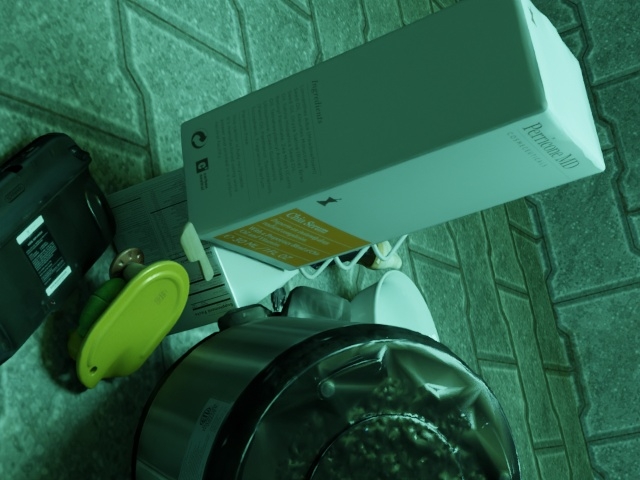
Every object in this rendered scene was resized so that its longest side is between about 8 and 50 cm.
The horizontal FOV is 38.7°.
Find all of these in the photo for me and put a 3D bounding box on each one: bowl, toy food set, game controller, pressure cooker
[{"bbox_3d":[0.116,0.213,1.703,0.298,0.134,0.297,44,36,-45],"label":"bowl"},{"bbox_3d":[-0.229,0.073,1.094,0.218,0.071,0.128,-51,152,-15],"label":"toy food set"},{"bbox_3d":[-0.333,0.003,1.030,0.319,0.067,0.166,-62,144,-56],"label":"game controller"},{"bbox_3d":[-0.022,0.263,1.064,0.370,0.420,0.375,-31,101,-25],"label":"pressure cooker"}]

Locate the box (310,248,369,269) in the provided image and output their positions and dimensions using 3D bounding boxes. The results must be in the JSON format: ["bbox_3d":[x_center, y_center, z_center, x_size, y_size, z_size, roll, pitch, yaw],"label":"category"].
[{"bbox_3d":[0.000,0.000,1.625,0.162,0.116,0.029,36,45,-51],"label":"box"}]

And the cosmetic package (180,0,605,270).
[{"bbox_3d":[0.079,-0.113,1.107,0.230,0.453,0.161,22,54,-55],"label":"cosmetic package"}]

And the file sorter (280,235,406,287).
[{"bbox_3d":[-0.023,-0.041,1.425,0.192,0.278,0.173,66,30,-13],"label":"file sorter"}]

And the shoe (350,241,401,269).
[{"bbox_3d":[0.088,0.013,1.745,0.219,0.058,0.076,-139,-119,-65],"label":"shoe"}]

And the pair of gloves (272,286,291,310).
[{"bbox_3d":[-0.058,0.104,1.564,0.083,0.010,0.074,48,34,-40],"label":"pair of gloves"}]

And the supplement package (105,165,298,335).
[{"bbox_3d":[-0.162,-0.003,1.256,0.194,0.149,0.203,-34,105,-63],"label":"supplement package"}]
